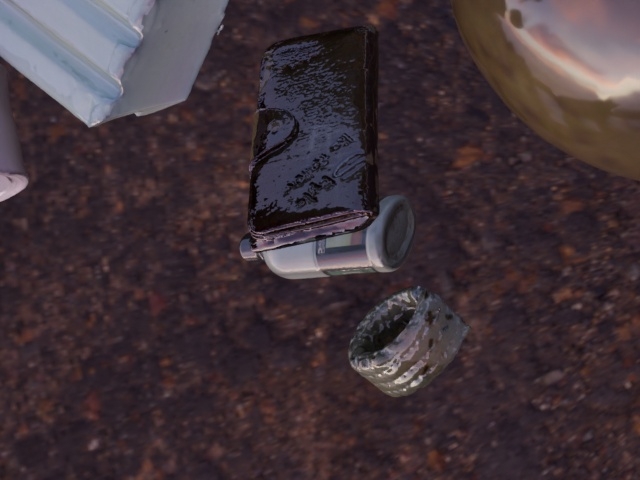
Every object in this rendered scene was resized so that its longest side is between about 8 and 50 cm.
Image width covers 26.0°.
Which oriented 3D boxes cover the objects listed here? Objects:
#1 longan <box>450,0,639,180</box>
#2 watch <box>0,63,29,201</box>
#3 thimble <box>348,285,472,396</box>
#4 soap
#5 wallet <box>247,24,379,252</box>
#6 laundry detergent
[{"bbox_3d":[0.268,-0.204,0.968,0.361,0.361,0.361,3,96,27],"label":"longan"},{"bbox_3d":[-0.382,-0.092,1.186,0.244,0.231,0.196,-22,81,58],"label":"watch"},{"bbox_3d":[0.082,0.092,1.287,0.062,0.084,0.110,38,122,-26],"label":"thimble"},{"bbox_3d":[-0.214,-0.230,1.112,0.289,0.095,0.173,37,117,22],"label":"soap"},{"bbox_3d":[-0.006,-0.097,1.231,0.122,0.031,0.232,-11,52,16],"label":"wallet"},{"bbox_3d":[0.000,0.000,1.625,0.225,0.070,0.099,-6,52,37],"label":"laundry detergent"}]
